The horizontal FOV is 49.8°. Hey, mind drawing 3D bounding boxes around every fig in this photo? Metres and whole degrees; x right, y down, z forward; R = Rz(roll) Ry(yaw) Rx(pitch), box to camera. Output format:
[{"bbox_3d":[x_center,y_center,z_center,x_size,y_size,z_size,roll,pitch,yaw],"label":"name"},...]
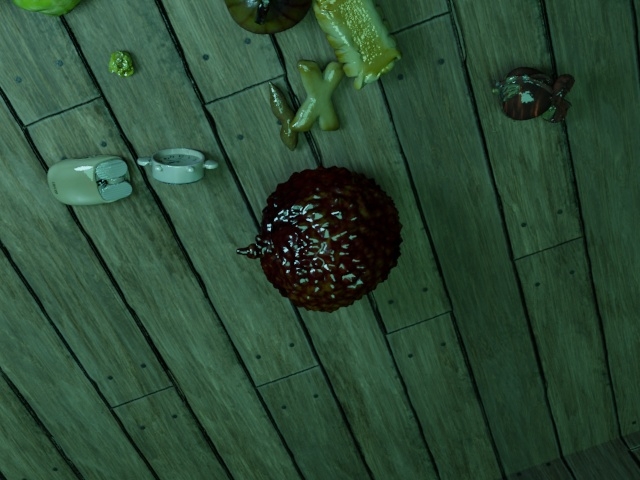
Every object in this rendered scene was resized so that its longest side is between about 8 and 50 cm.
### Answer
[{"bbox_3d":[-0.134,-0.644,1.763,0.234,0.214,0.235,0,93,-11],"label":"fig"}]

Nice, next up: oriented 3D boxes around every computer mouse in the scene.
[{"bbox_3d":[-0.672,-0.173,2.006,0.236,0.082,0.145,-5,117,-4],"label":"computer mouse"}]

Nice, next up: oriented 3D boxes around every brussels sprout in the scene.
[{"bbox_3d":[-0.685,-0.664,1.700,0.223,0.161,0.223,-2,110,-6],"label":"brussels sprout"}]

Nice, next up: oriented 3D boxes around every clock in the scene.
[{"bbox_3d":[-0.407,-0.211,1.975,0.229,0.156,0.063,0,118,-4],"label":"clock"}]

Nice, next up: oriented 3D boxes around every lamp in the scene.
[{"bbox_3d":[0.610,-0.409,1.998,0.223,0.215,0.151,23,81,15],"label":"lamp"}]

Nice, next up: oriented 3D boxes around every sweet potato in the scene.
[{"bbox_3d":[-0.102,-0.360,1.995,0.065,0.051,0.219,-23,118,-11],"label":"sweet potato"}]

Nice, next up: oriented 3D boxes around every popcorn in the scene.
[{"bbox_3d":[-0.539,-0.477,1.877,0.059,0.068,0.083,25,149,25],"label":"popcorn"}]

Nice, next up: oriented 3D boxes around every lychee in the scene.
[{"bbox_3d":[0.000,0.000,1.981,0.499,0.424,0.425,-16,121,-24],"label":"lychee"}]

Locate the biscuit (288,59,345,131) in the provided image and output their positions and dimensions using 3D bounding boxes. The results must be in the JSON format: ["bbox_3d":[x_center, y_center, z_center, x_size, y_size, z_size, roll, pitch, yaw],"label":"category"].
[{"bbox_3d":[-0.004,-0.408,1.959,0.164,0.047,0.208,-7,120,-26],"label":"biscuit"}]

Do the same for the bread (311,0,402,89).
[{"bbox_3d":[0.093,-0.578,1.861,0.172,0.121,0.311,-33,119,-1],"label":"bread"}]
